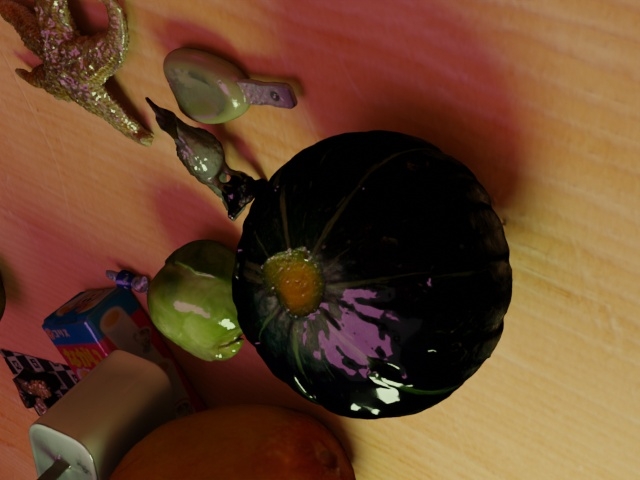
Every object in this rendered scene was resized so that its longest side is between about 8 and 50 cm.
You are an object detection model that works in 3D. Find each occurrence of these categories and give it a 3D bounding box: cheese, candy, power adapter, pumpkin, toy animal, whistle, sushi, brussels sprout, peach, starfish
[{"bbox_3d":[-0.098,-0.171,1.420,0.192,0.037,0.097,11,134,42],"label":"cheese"},{"bbox_3d":[-0.298,0.222,2.008,0.157,0.100,0.306,-8,119,53],"label":"candy"},{"bbox_3d":[-0.330,0.306,1.828,0.124,0.255,0.187,18,131,27],"label":"power adapter"},{"bbox_3d":[0.074,0.031,1.285,0.296,0.296,0.296,30,143,25],"label":"pumpkin"},{"bbox_3d":[-0.141,-0.095,1.499,0.202,0.070,0.105,47,166,-25],"label":"toy animal"},{"bbox_3d":[-0.288,0.058,1.887,0.083,0.029,0.033,15,128,26],"label":"whistle"},{"bbox_3d":[-0.521,0.304,2.402,0.279,0.043,0.192,9,131,44],"label":"sushi"},{"bbox_3d":[-0.154,0.076,1.668,0.145,0.131,0.183,26,148,-8],"label":"brussels sprout"},{"bbox_3d":[-0.123,0.376,1.747,0.372,0.373,0.290,93,154,-48],"label":"peach"},{"bbox_3d":[-0.330,-0.244,1.592,0.302,0.060,0.299,13,136,43],"label":"starfish"}]

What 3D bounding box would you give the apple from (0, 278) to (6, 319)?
[{"bbox_3d":[-0.648,0.099,2.209,0.196,0.196,0.157,37,-175,16],"label":"apple"}]
